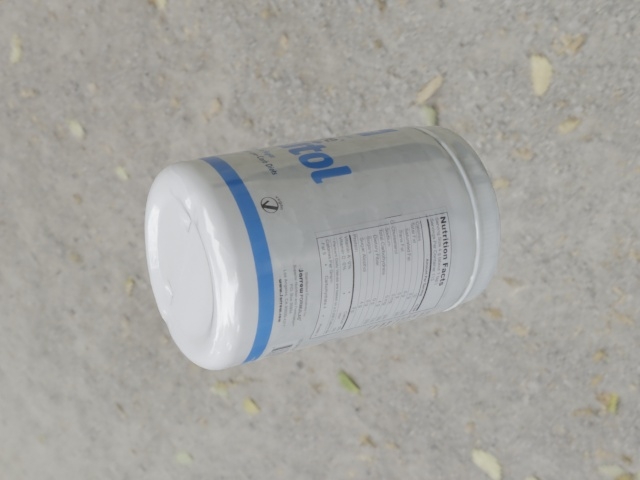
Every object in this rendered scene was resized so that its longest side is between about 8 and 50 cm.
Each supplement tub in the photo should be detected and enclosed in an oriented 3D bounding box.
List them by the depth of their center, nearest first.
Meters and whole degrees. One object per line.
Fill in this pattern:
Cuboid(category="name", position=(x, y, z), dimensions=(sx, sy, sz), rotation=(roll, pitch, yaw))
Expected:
Cuboid(category="supplement tub", position=(0.000, 0.000, 0.360), dimensions=(0.071, 0.107, 0.071), rotation=(31, 127, 53))
